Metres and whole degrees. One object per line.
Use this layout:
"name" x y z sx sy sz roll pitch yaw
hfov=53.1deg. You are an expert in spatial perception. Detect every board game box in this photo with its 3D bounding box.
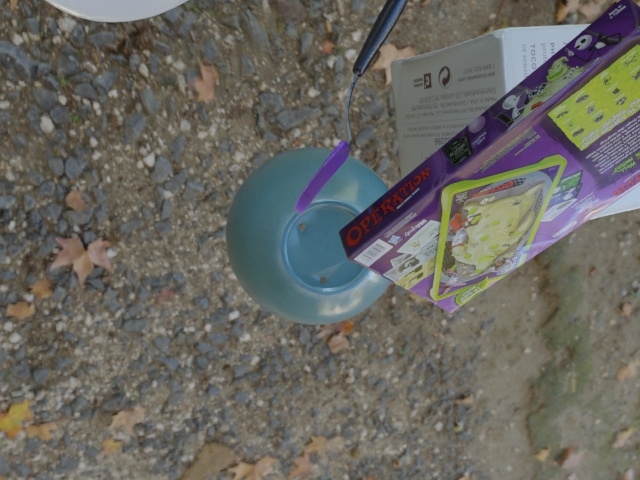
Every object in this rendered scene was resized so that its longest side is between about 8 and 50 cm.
"board game box" 0.211 -0.059 0.667 0.346 0.056 0.208 -39 132 24

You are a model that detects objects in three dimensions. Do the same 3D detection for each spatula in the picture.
"spatula" 0.040 -0.165 0.722 0.030 0.084 0.297 22 90 7

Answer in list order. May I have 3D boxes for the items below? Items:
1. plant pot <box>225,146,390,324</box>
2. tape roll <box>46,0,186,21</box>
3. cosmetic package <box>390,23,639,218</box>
"plant pot" 0.000 0.000 0.969 0.290 0.195 0.290 -1 95 -7
"tape roll" -0.185 -0.420 0.709 0.392 0.072 0.392 -37 167 -10
"cosmetic package" 0.390 -0.209 1.195 0.393 0.329 0.328 -12 101 -25
